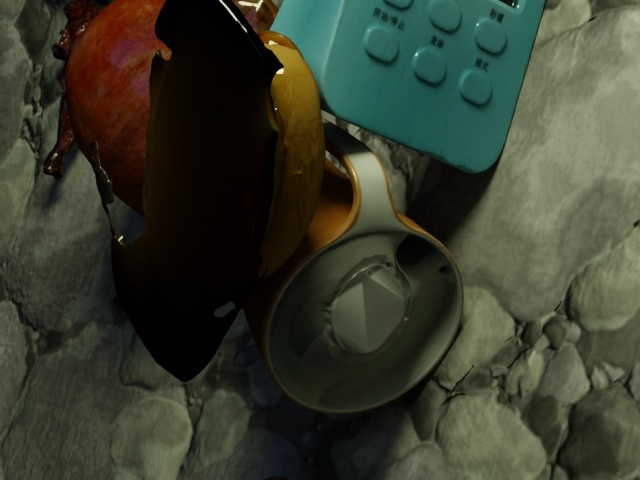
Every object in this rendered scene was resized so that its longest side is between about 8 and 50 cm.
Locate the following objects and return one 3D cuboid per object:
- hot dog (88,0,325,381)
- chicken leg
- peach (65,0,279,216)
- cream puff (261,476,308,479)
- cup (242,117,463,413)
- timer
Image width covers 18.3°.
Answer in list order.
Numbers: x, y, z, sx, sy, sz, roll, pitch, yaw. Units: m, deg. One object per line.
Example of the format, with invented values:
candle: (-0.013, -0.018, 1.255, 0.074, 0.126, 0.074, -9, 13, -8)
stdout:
hot dog: (-0.076, -0.060, 1.605, 0.194, 0.107, 0.326, 48, 134, 21)
chicken leg: (-0.269, -0.176, 2.214, 0.089, 0.048, 0.219, -25, 57, 45)
peach: (-0.116, -0.144, 1.887, 0.257, 0.232, 0.232, 132, 139, -52)
cream puff: (-0.068, 0.319, 1.670, 0.281, 0.185, 0.282, -18, 64, 40)
cup: (0.000, 0.000, 1.729, 0.264, 0.182, 0.226, -129, 39, -53)
timer: (0.094, -0.204, 1.670, 0.091, 0.232, 0.250, 29, 98, 49)
